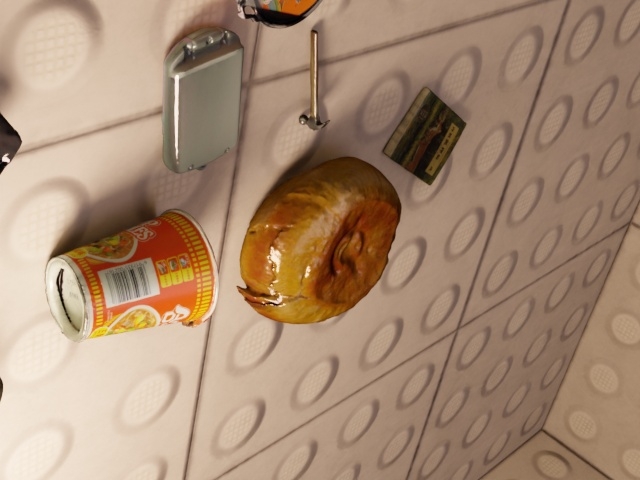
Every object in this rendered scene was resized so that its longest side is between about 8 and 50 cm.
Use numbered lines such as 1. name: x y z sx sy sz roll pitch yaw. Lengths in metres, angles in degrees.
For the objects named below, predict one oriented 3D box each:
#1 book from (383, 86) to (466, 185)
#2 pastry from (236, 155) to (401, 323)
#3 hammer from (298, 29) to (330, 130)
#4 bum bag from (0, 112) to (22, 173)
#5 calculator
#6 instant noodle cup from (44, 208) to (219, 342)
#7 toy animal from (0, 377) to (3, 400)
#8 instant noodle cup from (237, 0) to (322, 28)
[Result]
1. book: 0.222 -0.212 2.168 0.160 0.024 0.228 -59 150 3
2. pastry: 0.000 0.000 1.934 0.356 0.164 0.356 -29 138 -30
3. hammer: -0.009 -0.266 1.754 0.017 0.062 0.182 -31 137 -37
4. bum bag: -0.443 -0.155 1.224 0.123 0.060 0.248 -44 148 -18
5. calculator: -0.177 -0.205 1.572 0.141 0.045 0.246 -31 143 -36
6. instant noodle cup: -0.291 0.066 1.573 0.212 0.193 0.193 -17 134 -38
7. toy animal: -0.536 0.260 1.459 0.245 0.114 0.146 -43 148 -20
8. instant noodle cup: -0.074 -0.398 1.443 0.208 0.125 0.177 -34 144 -32
